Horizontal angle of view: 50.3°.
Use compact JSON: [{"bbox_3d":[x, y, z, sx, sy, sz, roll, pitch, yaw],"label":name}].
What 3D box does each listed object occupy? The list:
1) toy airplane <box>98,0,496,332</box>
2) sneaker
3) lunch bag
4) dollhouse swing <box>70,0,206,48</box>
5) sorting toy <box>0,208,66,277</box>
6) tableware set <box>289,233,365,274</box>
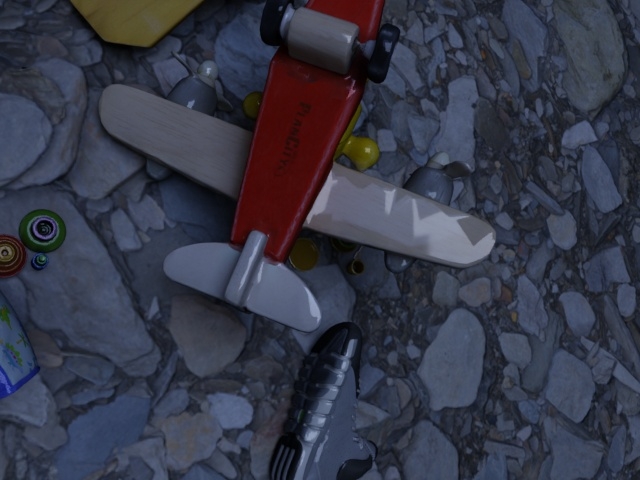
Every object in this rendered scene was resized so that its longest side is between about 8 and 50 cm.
[{"bbox_3d":[-0.029,-0.085,0.825,0.384,0.272,0.386,-25,96,11],"label":"toy airplane"},{"bbox_3d":[0.030,0.231,0.903,0.132,0.086,0.229,28,79,-27],"label":"sneaker"},{"bbox_3d":[-0.343,0.096,0.674,0.096,0.151,0.129,-32,98,-29],"label":"lunch bag"},{"bbox_3d":[-0.196,-0.461,0.904,0.347,0.305,0.315,50,21,-12],"label":"dollhouse swing"},{"bbox_3d":[-0.326,0.005,0.761,0.102,0.042,0.061,-42,102,-28],"label":"sorting toy"},{"bbox_3d":[0.000,0.000,0.951,0.154,0.024,0.104,31,69,-21],"label":"tableware set"}]
